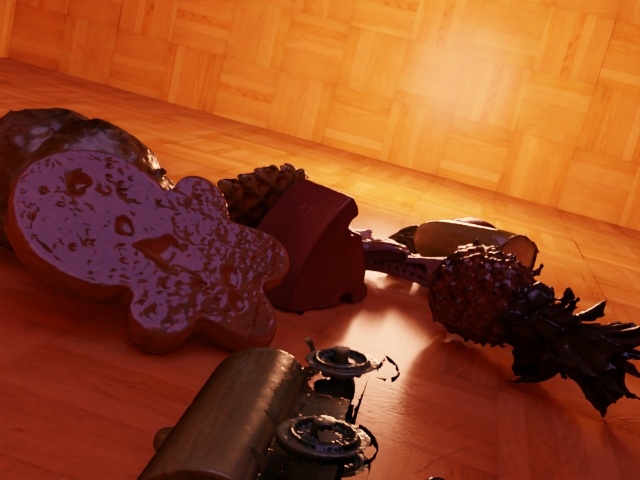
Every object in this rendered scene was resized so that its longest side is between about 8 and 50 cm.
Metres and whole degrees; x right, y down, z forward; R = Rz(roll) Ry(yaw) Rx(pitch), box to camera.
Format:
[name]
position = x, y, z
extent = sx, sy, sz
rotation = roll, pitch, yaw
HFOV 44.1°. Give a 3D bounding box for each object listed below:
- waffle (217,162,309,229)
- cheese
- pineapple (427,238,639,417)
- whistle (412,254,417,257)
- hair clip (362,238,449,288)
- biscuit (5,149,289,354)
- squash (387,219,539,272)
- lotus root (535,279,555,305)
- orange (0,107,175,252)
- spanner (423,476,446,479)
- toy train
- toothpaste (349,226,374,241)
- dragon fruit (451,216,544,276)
[waffle]
position = -0.117, -0.037, 1.257
extent = 0.214, 0.208, 0.054
rotation = -16, 60, -44
[cheese]
position = -0.006, 0.003, 1.225
extent = 0.128, 0.177, 0.202
rotation = 25, 18, 36
[pineapple]
position = 0.303, 0.125, 1.098
extent = 0.165, 0.166, 0.364
rotation = 4, 19, -36
[whistle]
position = 0.158, 0.044, 1.542
extent = 0.100, 0.035, 0.035
rotation = 2, 18, -38
[hair clip]
position = 0.154, 0.041, 1.434
extent = 0.278, 0.091, 0.137
rotation = 20, 6, 22
[biscuit]
position = -0.207, 0.014, 0.974
extent = 0.354, 0.052, 0.275
rotation = 22, 45, -17
[squash]
position = 0.270, 0.009, 1.535
extent = 0.287, 0.137, 0.137
rotation = 24, 16, 20
[lotus root]
position = 0.364, 0.106, 1.391
extent = 0.190, 0.094, 0.108
rotation = 6, 49, -50
[orange]
position = -0.364, -0.076, 1.125
extent = 0.368, 0.211, 0.271
rotation = 19, 25, 12
[spanner]
position = 0.148, 0.262, 0.676
extent = 0.046, 0.012, 0.208
rotation = 6, 15, -28
[toy train]
position = -0.041, 0.159, 0.655
extent = 0.189, 0.127, 0.307
rotation = 15, 14, 4
[toothpaste]
position = -0.039, -0.006, 1.524
extent = 0.314, 0.056, 0.058
rotation = 2, -23, -31
[dragon fruit]
position = 0.348, 0.027, 1.656
extent = 0.246, 0.125, 0.125
rotation = 21, 3, 4
